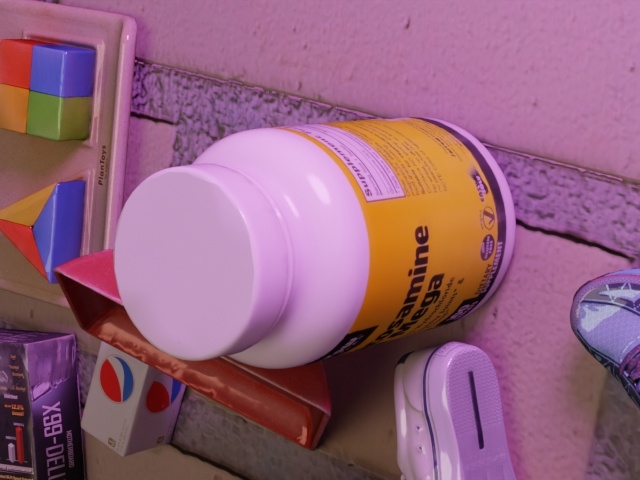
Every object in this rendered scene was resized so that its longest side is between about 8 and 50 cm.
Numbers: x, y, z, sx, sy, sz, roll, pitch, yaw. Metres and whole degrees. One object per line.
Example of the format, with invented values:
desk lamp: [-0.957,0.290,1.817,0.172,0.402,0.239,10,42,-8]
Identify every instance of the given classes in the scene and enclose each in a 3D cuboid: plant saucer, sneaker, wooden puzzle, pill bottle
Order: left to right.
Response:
wooden puzzle: [-0.346,-0.100,1.610,0.348,0.080,0.322,15,105,35]
plant saucer: [-0.103,0.095,1.337,0.258,0.259,0.048,27,76,4]
pill bottle: [0.000,0.000,1.202,0.188,0.334,0.188,6,100,37]
sneaker: [0.118,0.216,1.309,0.091,0.094,0.258,-5,89,56]
sneaker: [0.289,0.108,1.129,0.262,0.125,0.104,36,116,28]

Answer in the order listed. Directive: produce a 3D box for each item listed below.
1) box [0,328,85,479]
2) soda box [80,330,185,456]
box: [-0.402,0.221,1.698,0.307,0.076,0.242,0,96,37]
soda box: [-0.173,0.105,1.510,0.069,0.074,0.216,28,112,31]
